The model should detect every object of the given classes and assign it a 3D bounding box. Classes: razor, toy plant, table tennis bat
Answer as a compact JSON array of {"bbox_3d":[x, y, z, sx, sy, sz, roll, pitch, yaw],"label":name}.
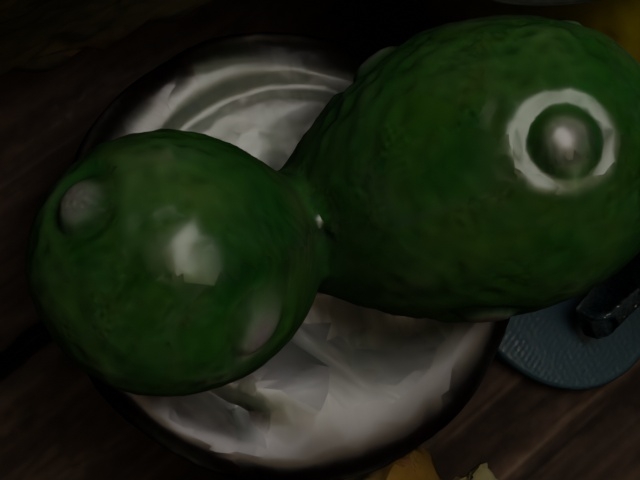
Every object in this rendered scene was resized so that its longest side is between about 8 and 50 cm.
[{"bbox_3d":[0.184,-0.021,0.730,0.190,0.033,0.066,-44,134,-21],"label":"razor"},{"bbox_3d":[0.000,0.000,0.556,0.218,0.235,0.175,-16,85,-14],"label":"toy plant"},{"bbox_3d":[0.100,0.002,0.712,0.100,0.019,0.155,-46,101,-18],"label":"table tennis bat"}]

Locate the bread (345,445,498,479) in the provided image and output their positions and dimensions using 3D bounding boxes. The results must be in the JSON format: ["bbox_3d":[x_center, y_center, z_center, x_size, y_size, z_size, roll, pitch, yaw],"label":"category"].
[{"bbox_3d":[0.019,0.290,0.583,0.236,0.165,0.375,-21,92,-23],"label":"bread"}]

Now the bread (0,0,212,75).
[{"bbox_3d":[-0.200,-0.208,0.450,0.371,0.279,0.390,-23,91,2],"label":"bread"}]

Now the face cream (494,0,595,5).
[{"bbox_3d":[0.068,-0.257,0.503,0.105,0.105,0.348,2,72,-18],"label":"face cream"}]

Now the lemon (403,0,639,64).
[{"bbox_3d":[0.164,-0.122,0.620,0.267,0.267,0.267,2,85,-18],"label":"lemon"}]
